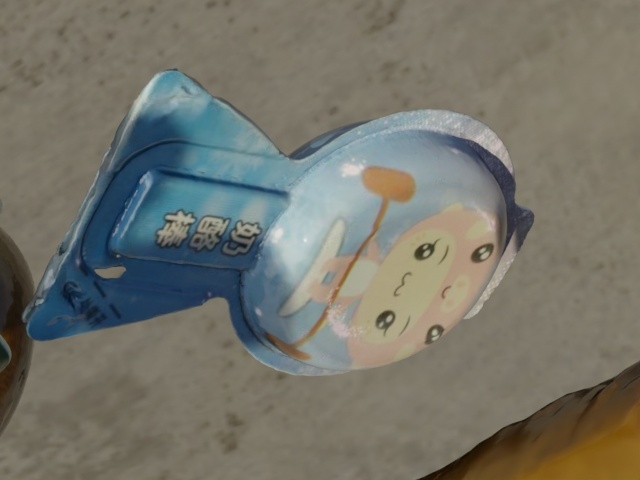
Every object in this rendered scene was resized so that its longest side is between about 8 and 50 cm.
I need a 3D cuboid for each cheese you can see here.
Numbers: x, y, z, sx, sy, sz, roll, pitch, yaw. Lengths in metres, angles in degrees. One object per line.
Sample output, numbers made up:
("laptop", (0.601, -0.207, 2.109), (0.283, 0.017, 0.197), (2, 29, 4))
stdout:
("cheese", (0.000, 0.000, 0.716), (0.245, 0.052, 0.135), (8, 117, -46))

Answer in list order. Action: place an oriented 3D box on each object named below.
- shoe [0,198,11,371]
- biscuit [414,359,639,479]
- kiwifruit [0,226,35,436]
("shoe", (-0.277, -0.069, 1.145), (0.160, 0.132, 0.363), (-2, 84, -42))
("biscuit", (0.141, 0.174, 0.391), (0.359, 0.359, 0.046), (52, 49, -12))
("kiwifruit", (-0.331, 0.079, 1.467), (0.196, 0.196, 0.234), (20, 77, -28))
